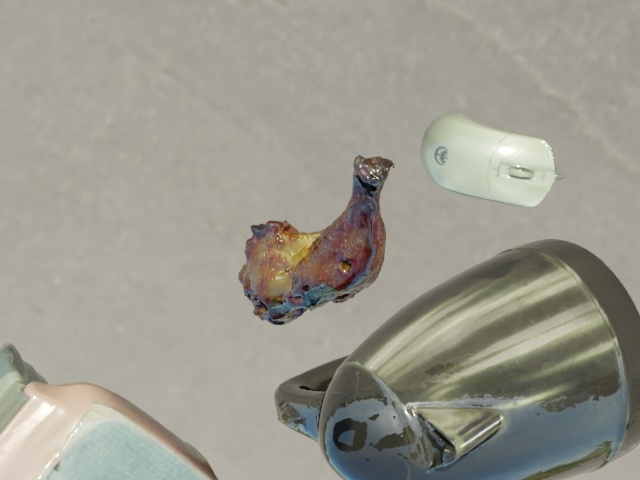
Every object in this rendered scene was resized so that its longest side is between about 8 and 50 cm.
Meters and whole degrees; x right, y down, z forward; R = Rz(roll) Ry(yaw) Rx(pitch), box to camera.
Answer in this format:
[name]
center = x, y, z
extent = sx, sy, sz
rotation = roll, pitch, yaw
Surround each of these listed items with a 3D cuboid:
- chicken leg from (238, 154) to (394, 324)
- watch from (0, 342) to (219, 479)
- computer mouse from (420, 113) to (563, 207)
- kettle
[chicken leg]
center = 0.003, 0.003, 0.950
extent = 0.062, 0.037, 0.145
rotation = 46, 140, -10
[watch]
center = -0.196, 0.175, 1.451
extent = 0.253, 0.162, 0.241
rotation = 46, 173, -37
[computer mouse]
center = 0.120, -0.056, 1.367
extent = 0.110, 0.032, 0.056
rotation = 15, 106, 21
[kettle]
center = 0.107, 0.119, 1.623
extent = 0.251, 0.271, 0.207
rotation = 47, 142, 35
